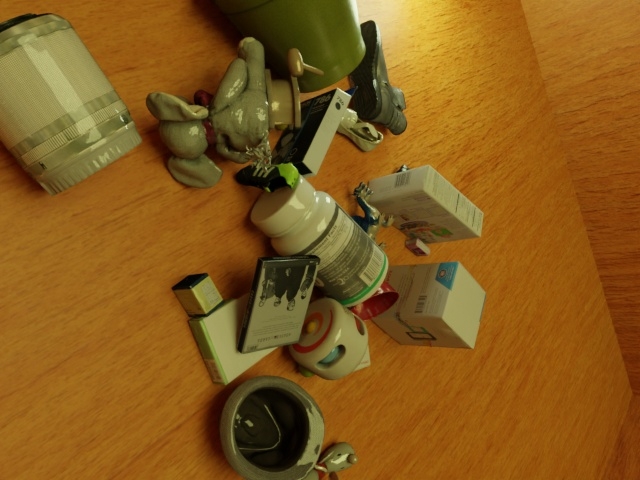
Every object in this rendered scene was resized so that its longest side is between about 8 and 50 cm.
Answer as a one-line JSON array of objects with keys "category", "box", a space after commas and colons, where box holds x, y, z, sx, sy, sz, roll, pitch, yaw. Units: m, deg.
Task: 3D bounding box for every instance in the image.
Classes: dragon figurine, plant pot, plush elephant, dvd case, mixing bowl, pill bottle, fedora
[{"category": "dragon figurine", "box": [0.132, -0.029, 1.650, 0.085, 0.144, 0.289, 9, 97, -45]}, {"category": "plant pot", "box": [-0.057, -0.592, 1.399, 0.353, 0.367, 0.366, 56, 50, -39]}, {"category": "plush elephant", "box": [-0.251, -0.269, 1.228, 0.256, 0.271, 0.330, -2, 46, -10]}, {"category": "dvd case", "box": [-0.099, 0.150, 1.297, 0.179, 0.030, 0.238, -1, 113, -44]}, {"category": "mixing bowl", "box": [0.127, 0.160, 1.584, 0.181, 0.181, 0.098, 1, 52, -44]}, {"category": "pill bottle", "box": [0.000, 0.000, 1.433, 0.361, 0.204, 0.204, 44, 56, -28]}, {"category": "fedora", "box": [-0.136, 0.451, 1.296, 0.275, 0.124, 0.243, 30, 62, -28]}]

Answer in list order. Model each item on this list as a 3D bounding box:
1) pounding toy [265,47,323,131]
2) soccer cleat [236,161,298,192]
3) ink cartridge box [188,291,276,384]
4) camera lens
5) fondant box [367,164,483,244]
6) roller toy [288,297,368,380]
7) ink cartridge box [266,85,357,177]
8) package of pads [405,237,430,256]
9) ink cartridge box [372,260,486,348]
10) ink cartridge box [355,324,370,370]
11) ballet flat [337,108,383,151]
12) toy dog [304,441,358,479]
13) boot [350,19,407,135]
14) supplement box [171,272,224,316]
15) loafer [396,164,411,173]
[{"category": "pounding toy", "box": [-0.064, -0.343, 1.346, 0.155, 0.269, 0.154, -4, 81, -9]}, {"category": "soccer cleat", "box": [-0.140, -0.152, 1.339, 0.060, 0.179, 0.072, 55, 41, -46]}, {"category": "ink cartridge box", "box": [-0.189, 0.219, 1.327, 0.235, 0.056, 0.171, -30, 105, -44]}, {"category": "camera lens", "box": [-0.489, -0.249, 0.985, 0.219, 0.219, 0.274, -48, 116, -37]}, {"category": "fondant box", "box": [0.338, -0.103, 1.754, 0.330, 0.238, 0.096, 33, 62, -37]}, {"category": "roller toy", "box": [0.016, 0.254, 1.425, 0.146, 0.191, 0.209, 40, 59, -32]}, {"category": "ink cartridge box", "box": [-0.027, -0.307, 1.480, 0.065, 0.165, 0.332, 43, 56, -33]}, {"category": "package of pads", "box": [0.336, 0.023, 1.866, 0.083, 0.050, 0.032, 36, 61, -35]}, {"category": "ink cartridge box", "box": [0.334, 0.203, 1.686, 0.197, 0.270, 0.198, 42, 57, -34]}, {"category": "ink cartridge box", "box": [0.096, 0.315, 1.591, 0.089, 0.052, 0.122, -4, 86, -44]}, {"category": "ballet flat", "box": [0.102, -0.360, 1.671, 0.248, 0.086, 0.086, 27, 66, -38]}, {"category": "toy dog", "box": [-0.009, 0.622, 1.371, 0.333, 0.161, 0.220, -47, 116, -37]}, {"category": "boot", "box": [0.195, -0.527, 1.783, 0.223, 0.118, 0.338, 7, 82, -52]}, {"category": "supplement box", "box": [-0.279, 0.125, 1.232, 0.056, 0.083, 0.083, -40, 111, -39]}, {"category": "loafer", "box": [0.344, -0.178, 1.882, 0.223, 0.076, 0.078, 38, 67, -30]}]
